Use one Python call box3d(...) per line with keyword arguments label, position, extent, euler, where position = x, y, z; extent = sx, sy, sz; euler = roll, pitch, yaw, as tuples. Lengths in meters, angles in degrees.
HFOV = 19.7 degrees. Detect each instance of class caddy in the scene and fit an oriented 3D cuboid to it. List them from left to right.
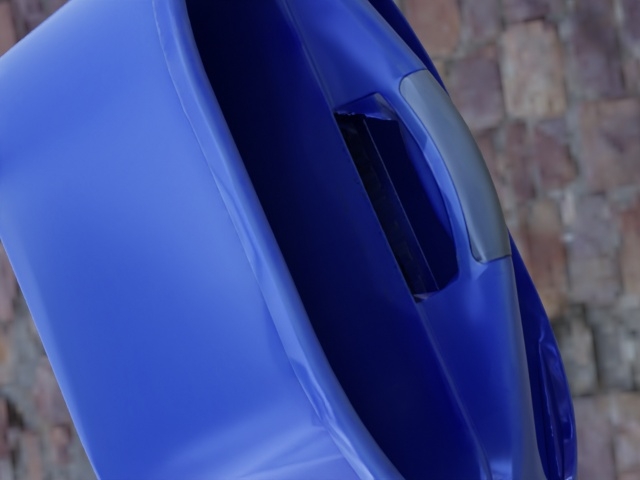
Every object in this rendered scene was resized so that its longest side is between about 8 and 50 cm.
box3d(label="caddy", position=(0.000, 0.000, 0.847), extent=(0.241, 0.179, 0.341), euler=(-7, -108, -61))
